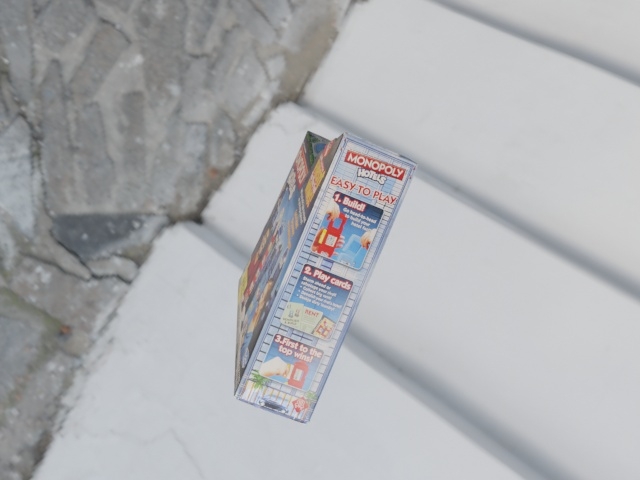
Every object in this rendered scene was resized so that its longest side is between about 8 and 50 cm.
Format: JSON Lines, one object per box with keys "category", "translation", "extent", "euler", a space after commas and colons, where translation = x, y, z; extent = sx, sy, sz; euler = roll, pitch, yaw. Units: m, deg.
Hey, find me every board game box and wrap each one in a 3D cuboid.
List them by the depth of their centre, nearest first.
{"category": "board game box", "translation": [0.000, 0.000, 0.845], "extent": [0.060, 0.194, 0.194], "euler": [22, 111, -12]}
